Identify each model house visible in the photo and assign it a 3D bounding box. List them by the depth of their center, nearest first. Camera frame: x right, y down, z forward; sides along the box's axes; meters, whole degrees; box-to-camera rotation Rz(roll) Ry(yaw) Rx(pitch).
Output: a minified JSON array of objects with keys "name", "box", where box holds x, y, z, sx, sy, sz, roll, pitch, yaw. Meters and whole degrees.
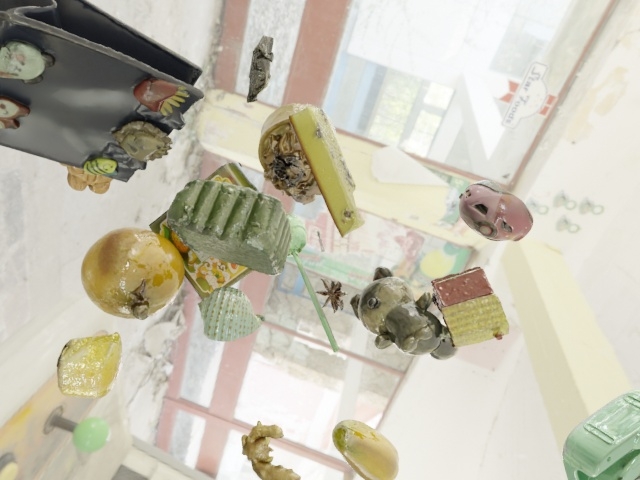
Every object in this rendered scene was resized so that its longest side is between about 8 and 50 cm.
[{"name":"model house","box":[0.497,0.239,1.542,0.254,0.196,0.160,-101,171,-50]}]

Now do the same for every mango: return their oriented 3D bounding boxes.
[{"name":"mango","box":[0.116,0.550,1.203,0.119,0.176,0.317,-45,134,-3]}]

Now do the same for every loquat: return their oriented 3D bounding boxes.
[{"name":"loquat","box":[-0.627,0.129,1.571,0.359,0.328,0.328,56,-41,42]}]

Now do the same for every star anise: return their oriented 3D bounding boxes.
[{"name":"star anise","box":[0.046,0.196,1.662,0.042,0.141,0.141,-14,131,-48]}]

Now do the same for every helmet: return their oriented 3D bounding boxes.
[{"name":"helmet","box":[0.592,-0.089,1.625,0.154,0.253,0.198,-22,155,-25]}]

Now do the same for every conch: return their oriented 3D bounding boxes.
[{"name":"conch","box":[-0.275,0.208,1.388,0.172,0.200,0.131,-72,156,-72]}]

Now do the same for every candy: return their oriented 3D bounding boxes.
[{"name":"candy","box":[-0.040,0.105,1.268,0.119,0.119,0.440,107,-35,-52]}]

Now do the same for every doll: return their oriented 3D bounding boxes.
[{"name":"doll","box":[0.288,0.294,1.663,0.252,0.382,0.378,-39,134,-4]}]

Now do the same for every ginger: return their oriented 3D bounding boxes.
[{"name":"ginger","box":[-0.124,0.548,1.141,0.052,0.176,0.193,17,80,-61]}]

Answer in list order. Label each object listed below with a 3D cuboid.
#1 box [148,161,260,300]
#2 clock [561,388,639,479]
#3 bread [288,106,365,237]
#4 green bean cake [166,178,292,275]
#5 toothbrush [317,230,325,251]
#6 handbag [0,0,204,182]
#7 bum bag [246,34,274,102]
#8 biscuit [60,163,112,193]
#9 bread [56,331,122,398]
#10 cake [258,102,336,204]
[{"name":"box","box":[-0.375,-0.026,1.743,0.420,0.373,0.138,-35,-178,17]},{"name":"clock","box":[0.419,0.317,0.624,0.211,0.159,0.066,66,-13,-19]},{"name":"bread","box":[0.019,-0.121,0.804,0.226,0.049,0.088,66,23,-2]},{"name":"green bean cake","box":[-0.181,-0.027,0.940,0.222,0.227,0.124,77,25,-70]},{"name":"toothbrush","box":[0.000,0.002,1.689,0.194,0.014,0.017,-104,-174,-68]},{"name":"handbag","box":[-0.394,-0.234,0.769,0.303,0.329,0.122,-29,-125,38]},{"name":"bum bag","box":[-0.205,-0.586,1.579,0.248,0.069,0.102,117,-5,-52]},{"name":"biscuit","box":[-0.620,-0.269,1.279,0.044,0.202,0.288,29,-79,53]},{"name":"bread","box":[-0.674,0.363,1.357,0.197,0.171,0.197,-171,-90,-66]},{"name":"cake","box":[-0.082,-0.317,1.763,0.321,0.332,0.332,-96,-162,-47]}]
